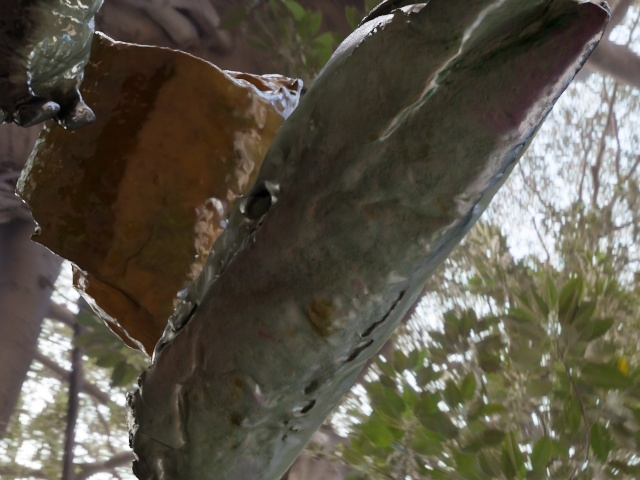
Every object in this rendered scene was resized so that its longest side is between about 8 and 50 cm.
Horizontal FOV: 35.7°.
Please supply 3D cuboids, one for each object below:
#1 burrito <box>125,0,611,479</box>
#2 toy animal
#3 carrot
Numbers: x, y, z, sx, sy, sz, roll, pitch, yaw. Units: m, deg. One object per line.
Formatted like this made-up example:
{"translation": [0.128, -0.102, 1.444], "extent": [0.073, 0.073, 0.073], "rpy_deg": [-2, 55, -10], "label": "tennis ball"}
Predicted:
{"translation": [0.002, 0.002, 0.431], "extent": [0.096, 0.066, 0.309], "rpy_deg": [38, -67, 6], "label": "burrito"}
{"translation": [-0.229, -0.166, 0.755], "extent": [0.343, 0.106, 0.168], "rpy_deg": [-44, -101, 16], "label": "toy animal"}
{"translation": [-0.172, -0.052, 1.004], "extent": [0.242, 0.241, 0.340], "rpy_deg": [20, -96, 18], "label": "carrot"}
